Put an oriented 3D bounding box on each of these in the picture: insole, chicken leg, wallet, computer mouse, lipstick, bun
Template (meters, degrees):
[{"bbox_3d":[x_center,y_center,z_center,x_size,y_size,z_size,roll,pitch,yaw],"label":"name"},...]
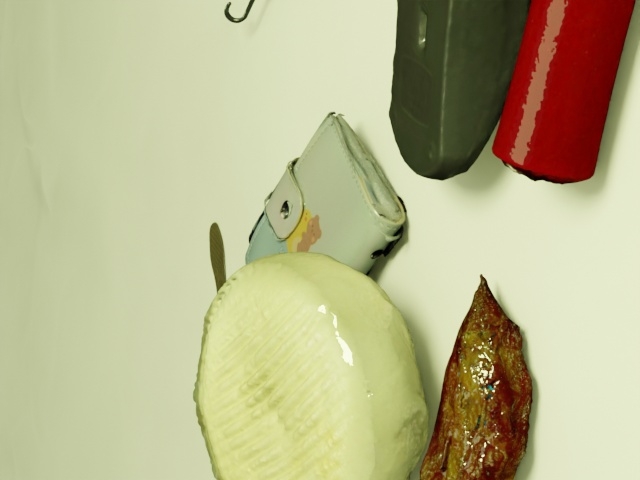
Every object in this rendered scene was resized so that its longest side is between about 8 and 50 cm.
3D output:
[{"bbox_3d":[-0.126,0.040,1.583,0.045,0.002,0.135,-42,51,55],"label":"insole"},{"bbox_3d":[0.123,0.151,1.009,0.105,0.063,0.234,28,111,56],"label":"chicken leg"},{"bbox_3d":[0.000,0.000,1.265,0.231,0.069,0.170,-55,45,38],"label":"wallet"},{"bbox_3d":[0.118,-0.180,1.019,0.137,0.086,0.270,-126,37,-64],"label":"computer mouse"},{"bbox_3d":[0.183,-0.162,0.895,0.080,0.080,0.241,42,125,57],"label":"lipstick"},{"bbox_3d":[0.004,0.144,1.158,0.287,0.146,0.287,19,114,51],"label":"bun"}]

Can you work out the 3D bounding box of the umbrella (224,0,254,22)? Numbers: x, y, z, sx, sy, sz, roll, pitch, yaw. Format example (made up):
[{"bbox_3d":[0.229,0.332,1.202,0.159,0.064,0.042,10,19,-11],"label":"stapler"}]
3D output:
[{"bbox_3d":[-0.033,-0.343,1.408,0.269,0.044,0.044,-54,15,35],"label":"umbrella"}]
